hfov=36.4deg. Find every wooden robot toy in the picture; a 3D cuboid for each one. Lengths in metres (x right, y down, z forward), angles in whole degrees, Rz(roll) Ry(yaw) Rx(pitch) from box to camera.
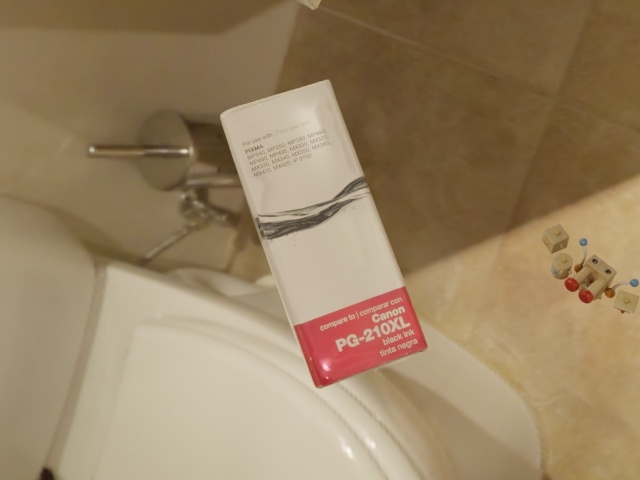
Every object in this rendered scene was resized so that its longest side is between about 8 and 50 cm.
[{"bbox_3d":[0.377,0.061,1.394,0.173,0.076,0.079,43,158,26],"label":"wooden robot toy"}]

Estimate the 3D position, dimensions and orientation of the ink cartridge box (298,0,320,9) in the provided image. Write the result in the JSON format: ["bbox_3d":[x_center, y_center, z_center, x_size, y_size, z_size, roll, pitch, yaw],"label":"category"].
[{"bbox_3d":[-0.015,-0.297,0.954,0.056,0.135,0.099,31,93,9],"label":"ink cartridge box"}]

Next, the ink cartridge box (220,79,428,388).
[{"bbox_3d":[0.000,0.000,0.852,0.100,0.172,0.237,-19,84,-4],"label":"ink cartridge box"}]
